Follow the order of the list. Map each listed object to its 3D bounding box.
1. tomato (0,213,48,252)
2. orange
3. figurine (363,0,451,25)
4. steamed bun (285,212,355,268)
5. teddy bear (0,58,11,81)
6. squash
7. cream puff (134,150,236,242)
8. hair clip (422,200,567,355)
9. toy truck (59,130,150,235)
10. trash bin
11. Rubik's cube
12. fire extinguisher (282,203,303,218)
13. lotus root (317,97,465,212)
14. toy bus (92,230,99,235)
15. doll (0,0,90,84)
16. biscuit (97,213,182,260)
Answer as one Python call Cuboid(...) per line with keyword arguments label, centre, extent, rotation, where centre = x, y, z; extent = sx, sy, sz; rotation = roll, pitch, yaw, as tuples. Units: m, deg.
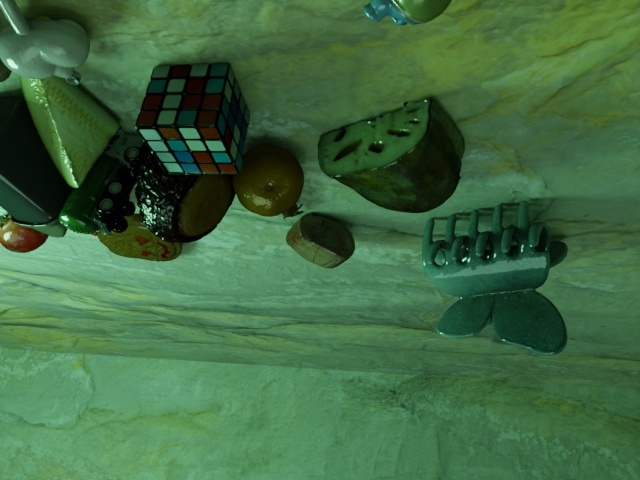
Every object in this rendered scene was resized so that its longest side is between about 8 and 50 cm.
Cuboid(label="tomato", centre=(-0.906, -0.013, 1.714), extent=(0.159, 0.091, 0.139), rotation=(-6, 153, 19))
Cuboid(label="orange", centre=(-0.116, -0.134, 1.254), extent=(0.158, 0.159, 0.136), rotation=(12, -163, -12))
Cuboid(label="figurine", centre=(0.117, -0.373, 0.711), extent=(0.179, 0.154, 0.262), rotation=(4, 152, -21))
Cuboid(label="steamed bun", centre=(0.000, 0.000, 1.548), extent=(0.175, 0.106, 0.145), rotation=(26, 155, -9))
Cuboid(label="teddy bear", centre=(-0.641, -0.350, 0.953), extent=(0.177, 0.140, 0.190), rotation=(-29, 156, -27))
Cuboid(label="squash", centre=(-0.542, -0.242, 1.120), extent=(0.093, 0.170, 0.252), rotation=(16, 162, 33))
Cuboid(label="cream puff", centre=(-0.301, -0.114, 1.250), extent=(0.164, 0.239, 0.239), rotation=(30, 162, 22))
Cuboid(label="hair clip", centre=(0.420, 0.061, 1.401), extent=(0.318, 0.392, 0.238), rotation=(-9, 125, 32))
Cuboid(label="toy truck", centre=(-0.462, -0.120, 1.240), extent=(0.124, 0.243, 0.101), rotation=(16, 155, 7))
Cuboid(label="trash bin", centre=(-0.629, -0.155, 1.240), extent=(0.182, 0.210, 0.290), rotation=(6, 151, 27))
Cuboid(label="Rubik's cube", centre=(-0.234, -0.226, 1.077), extent=(0.154, 0.151, 0.154), rotation=(1, 152, 9))
Cuboid(label="fire extinguisher", centre=(-0.088, -0.102, 1.417), extent=(0.062, 0.050, 0.177), rotation=(-36, 150, -3))
Cuboid(label="lotus root", centre=(0.168, -0.135, 1.189), extent=(0.266, 0.150, 0.260), rotation=(-10, 149, 36))
Cuboid(label="toy bus", centre=(-0.582, -0.100, 1.456), extent=(0.089, 0.081, 0.195), rotation=(22, 139, -12))
Cuboid(label="doll", centre=(-0.484, -0.374, 0.896), extent=(0.160, 0.094, 0.365), rotation=(-7, 154, 6))
Cuboid(label="biscuit", centre=(-0.545, -0.002, 1.714), extent=(0.257, 0.049, 0.273), rotation=(7, 152, -2))
